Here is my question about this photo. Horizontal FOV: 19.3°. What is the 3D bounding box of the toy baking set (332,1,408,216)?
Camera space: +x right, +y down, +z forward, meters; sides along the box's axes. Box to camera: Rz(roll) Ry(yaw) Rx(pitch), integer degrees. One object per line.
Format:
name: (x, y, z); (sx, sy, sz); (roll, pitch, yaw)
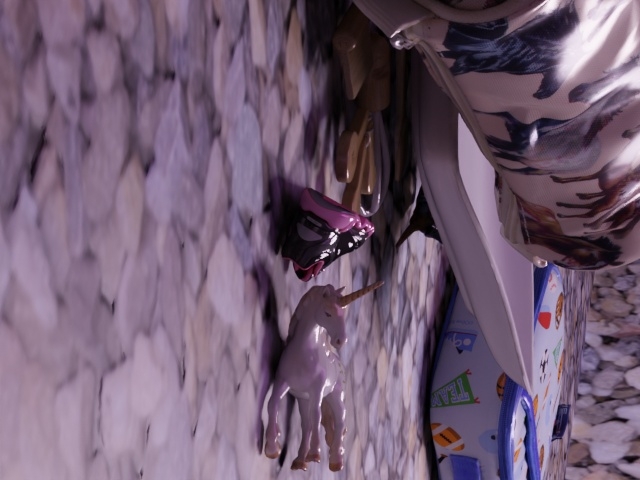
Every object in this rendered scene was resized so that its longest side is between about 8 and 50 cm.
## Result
toy baking set: (0.033, -0.110, 1.356); (0.256, 0.030, 0.196); (-22, 119, -76)

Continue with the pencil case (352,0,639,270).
pencil case: (0.150, -0.119, 1.269); (0.160, 0.183, 0.410); (59, 3, 31)

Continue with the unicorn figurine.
unicorn figurine: (-0.003, 0.090, 1.219); (0.162, 0.060, 0.111); (113, -15, -78)

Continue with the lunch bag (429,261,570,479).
lunch bag: (0.185, 0.174, 1.947); (0.303, 0.115, 0.243); (75, 25, -54)

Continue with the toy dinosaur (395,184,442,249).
toy dinosaur: (0.089, -0.030, 1.628); (0.082, 0.090, 0.047); (-144, -129, -60)

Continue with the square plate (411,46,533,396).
square plate: (0.126, -0.097, 1.571); (0.344, 0.049, 0.347); (66, 21, -52)

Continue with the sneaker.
sneaker: (0.000, 0.000, 1.234); (0.057, 0.047, 0.119); (-63, 166, 2)
